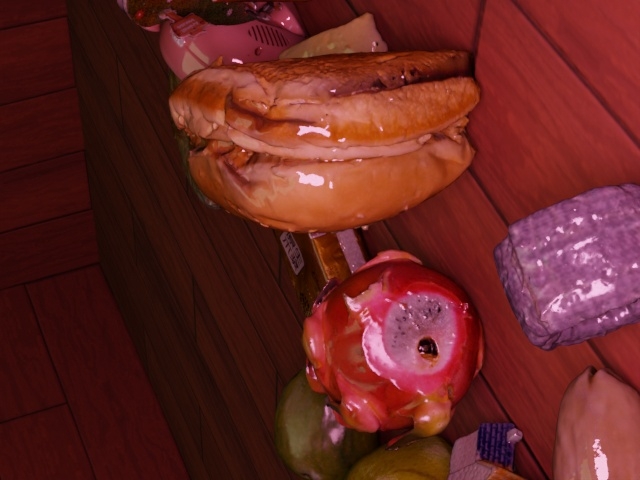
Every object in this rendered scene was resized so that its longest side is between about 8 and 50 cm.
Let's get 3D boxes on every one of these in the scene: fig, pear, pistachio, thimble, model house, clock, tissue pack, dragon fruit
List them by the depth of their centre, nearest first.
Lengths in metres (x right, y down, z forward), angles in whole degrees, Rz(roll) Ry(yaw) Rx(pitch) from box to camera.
[{"bbox_3d":[0.223,0.023,1.096,0.150,0.150,0.097,119,135,-67],"label":"thimble"},{"bbox_3d":[0.266,0.206,1.214,0.108,0.126,0.185,-7,98,30],"label":"pistachio"},{"bbox_3d":[0.205,0.263,1.504,0.100,0.088,0.100,-42,29,46],"label":"model house"},{"bbox_3d":[-0.065,-0.311,1.514,0.154,0.294,0.207,33,115,26],"label":"model house"},{"bbox_3d":[0.079,0.126,1.533,0.227,0.224,0.224,113,138,-70],"label":"dragon fruit"},{"bbox_3d":[0.109,0.348,1.733,0.255,0.164,0.238,-126,23,-50],"label":"pear"},{"bbox_3d":[-0.092,-0.254,1.741,0.142,0.227,0.241,-52,52,26],"label":"clock"},{"bbox_3d":[0.000,0.000,1.869,0.183,0.092,0.226,128,122,-69],"label":"tissue pack"},{"bbox_3d":[0.003,0.263,1.985,0.167,0.167,0.233,41,151,61],"label":"fig"}]

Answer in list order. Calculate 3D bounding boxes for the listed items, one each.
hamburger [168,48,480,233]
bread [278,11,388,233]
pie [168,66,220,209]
[{"bbox_3d":[0.009,-0.119,1.395,0.304,0.284,0.174,27,131,59],"label":"hamburger"},{"bbox_3d":[0.070,-0.144,1.623,0.178,0.135,0.240,-19,87,39],"label":"bread"},{"bbox_3d":[-0.208,-0.194,2.372,0.306,0.071,0.306,167,90,-72],"label":"pie"}]
